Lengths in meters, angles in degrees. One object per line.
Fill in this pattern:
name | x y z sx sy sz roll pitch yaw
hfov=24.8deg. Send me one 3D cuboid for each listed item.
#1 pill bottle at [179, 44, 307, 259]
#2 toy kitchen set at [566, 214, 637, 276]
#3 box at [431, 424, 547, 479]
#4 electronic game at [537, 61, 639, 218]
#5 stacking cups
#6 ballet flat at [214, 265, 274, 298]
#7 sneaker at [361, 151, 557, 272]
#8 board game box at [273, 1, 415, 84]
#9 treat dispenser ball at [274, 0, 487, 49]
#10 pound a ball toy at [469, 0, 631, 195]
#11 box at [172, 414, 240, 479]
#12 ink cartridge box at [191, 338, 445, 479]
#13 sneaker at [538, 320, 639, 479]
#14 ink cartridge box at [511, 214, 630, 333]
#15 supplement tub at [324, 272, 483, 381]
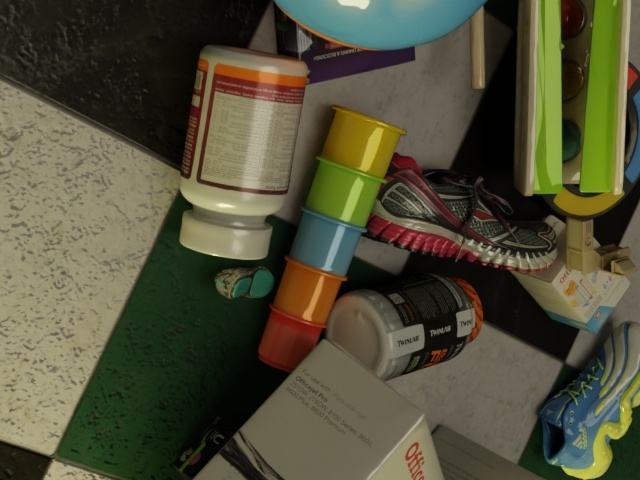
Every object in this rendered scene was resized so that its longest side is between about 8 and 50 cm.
pill bottle | -0.089 -0.098 1.605 0.121 0.121 0.221 3 102 -36
toy kitchen set | 0.372 0.003 1.889 0.083 0.068 0.075 -15 111 -31
box | 0.139 0.440 1.871 0.345 0.215 0.168 -42 124 -18
electronic game | 0.367 -0.139 1.970 0.229 0.048 0.229 -11 110 -33
stacking cups | 0.000 0.000 1.724 0.096 0.096 0.316 20 94 -38
ballet flat | -0.091 0.045 1.694 0.114 0.041 0.041 0 106 -68
sneaker | 0.189 -0.028 1.829 0.299 0.121 0.112 12 95 -37
board game box | 0.029 -0.264 1.688 0.170 0.048 0.141 -17 112 -31
treat dispenser ball | 0.062 -0.338 1.497 0.288 0.288 0.288 -11 110 -33
pound a ball toy | 0.269 -0.220 1.818 0.208 0.136 0.319 -1 102 -1
box | -0.121 0.261 1.726 0.083 0.062 0.052 -46 127 -17
ink cartridge box | -0.043 0.348 1.682 0.395 0.166 0.285 -47 153 -16
sneaker | 0.386 0.225 2.066 0.126 0.091 0.240 12 97 -37
ink cartridge box | 0.332 0.043 1.972 0.092 0.090 0.143 -54 127 -12
supplement tub | 0.107 0.104 1.801 0.190 0.117 0.117 -12 111 -43
